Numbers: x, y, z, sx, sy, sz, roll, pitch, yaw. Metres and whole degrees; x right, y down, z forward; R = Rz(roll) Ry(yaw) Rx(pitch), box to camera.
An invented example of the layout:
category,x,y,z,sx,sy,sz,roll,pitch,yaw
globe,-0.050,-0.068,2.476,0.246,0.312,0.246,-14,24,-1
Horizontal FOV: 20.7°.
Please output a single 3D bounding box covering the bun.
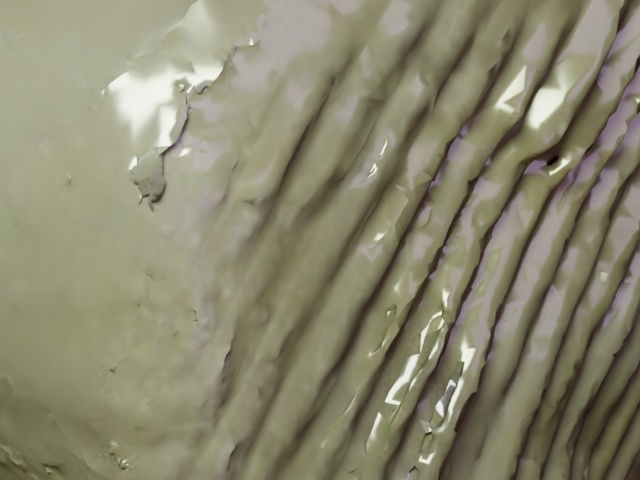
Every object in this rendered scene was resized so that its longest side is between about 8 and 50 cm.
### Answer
category,x,y,z,sx,sy,sz,roll,pitch,yaw
bun,0.000,0.000,0.638,0.362,0.234,0.326,-3,101,-44
